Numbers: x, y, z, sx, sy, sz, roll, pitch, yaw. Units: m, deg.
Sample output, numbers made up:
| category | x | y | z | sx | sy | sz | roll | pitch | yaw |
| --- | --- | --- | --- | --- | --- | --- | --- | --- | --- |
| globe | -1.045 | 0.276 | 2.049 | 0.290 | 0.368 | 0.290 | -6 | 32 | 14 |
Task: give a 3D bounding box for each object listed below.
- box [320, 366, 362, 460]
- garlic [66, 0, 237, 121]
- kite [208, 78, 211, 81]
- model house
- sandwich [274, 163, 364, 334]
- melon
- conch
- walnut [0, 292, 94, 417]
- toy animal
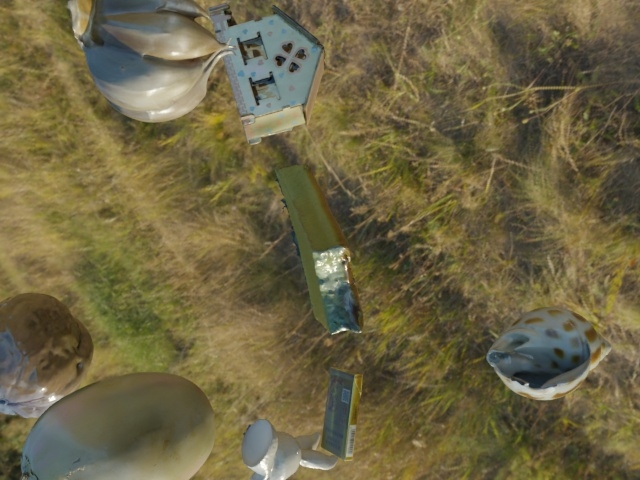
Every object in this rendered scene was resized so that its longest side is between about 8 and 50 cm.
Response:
| category | x | y | z | sx | sy | sz | roll | pitch | yaw |
| --- | --- | --- | --- | --- | --- | --- | --- | --- | --- |
| box | 0.039 | 0.324 | 1.045 | 0.089 | 0.022 | 0.156 | -6 | 75 | 57 |
| garlic | -0.314 | -0.341 | 1.025 | 0.291 | 0.238 | 0.210 | 21 | -176 | -8 |
| kite | -0.308 | -0.406 | 1.239 | 0.008 | 0.222 | 0.125 | -14 | 108 | 17 |
| model house | -0.108 | -0.423 | 1.347 | 0.169 | 0.244 | 0.326 | 68 | -176 | -82 |
| sandwich | 0.000 | 0.000 | 0.773 | 0.212 | 0.063 | 0.245 | 179 | 75 | -82 |
| melon | -0.333 | 0.341 | 0.930 | 0.223 | 0.316 | 0.223 | 13 | 108 | 47 |
| conch | 0.456 | 0.222 | 1.088 | 0.149 | 0.274 | 0.183 | 77 | 175 | -50 |
| walnut | -0.591 | 0.231 | 1.125 | 0.248 | 0.248 | 0.248 | 30 | 139 | 30 |
| toy animal | -0.073 | 0.476 | 1.210 | 0.220 | 0.131 | 0.103 | 34 | 172 | -38 |
